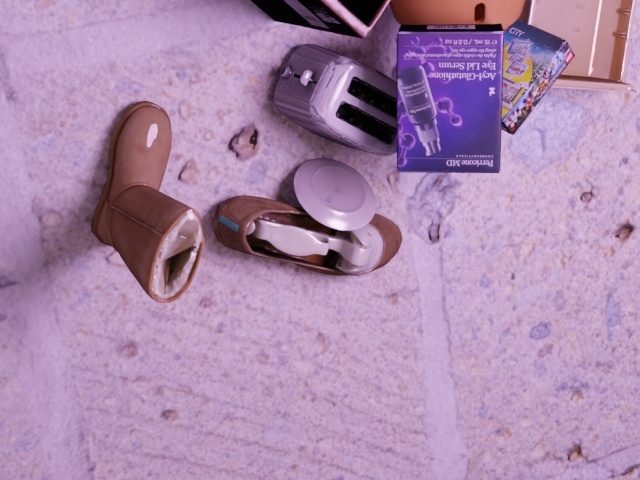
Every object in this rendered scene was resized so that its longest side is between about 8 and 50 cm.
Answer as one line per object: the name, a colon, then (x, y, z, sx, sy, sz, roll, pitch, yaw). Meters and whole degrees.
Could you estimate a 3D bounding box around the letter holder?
letter holder: (0.003, -0.423, 1.657, 0.152, 0.302, 0.214, 37, 87, -29)

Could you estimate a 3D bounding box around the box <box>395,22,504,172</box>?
box: (0.186, -0.205, 1.714, 0.153, 0.108, 0.207, 0, 106, 6)

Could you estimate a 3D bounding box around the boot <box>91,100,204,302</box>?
boot: (-0.226, -0.060, 1.666, 0.089, 0.269, 0.236, 11, 100, -29)

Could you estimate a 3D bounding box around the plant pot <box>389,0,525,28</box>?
plant pot: (0.204, -0.436, 1.781, 0.291, 0.291, 0.203, -20, 129, -19)

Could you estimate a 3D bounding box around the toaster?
toaster: (0.048, -0.208, 1.826, 0.227, 0.146, 0.129, 26, 93, -29)

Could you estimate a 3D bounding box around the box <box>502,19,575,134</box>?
box: (0.257, -0.278, 1.858, 0.159, 0.233, 0.044, -51, 140, -5)

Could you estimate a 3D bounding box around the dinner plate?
dinner plate: (0.026, -0.077, 1.870, 0.141, 0.141, 0.017, 1, 146, -26)

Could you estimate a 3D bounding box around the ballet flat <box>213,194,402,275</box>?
ballet flat: (0.000, 0.000, 1.874, 0.342, 0.124, 0.116, 13, 100, -28)

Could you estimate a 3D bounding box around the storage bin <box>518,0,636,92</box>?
storage bin: (0.424, -0.387, 1.968, 0.260, 0.123, 0.262, 0, 104, -25)
